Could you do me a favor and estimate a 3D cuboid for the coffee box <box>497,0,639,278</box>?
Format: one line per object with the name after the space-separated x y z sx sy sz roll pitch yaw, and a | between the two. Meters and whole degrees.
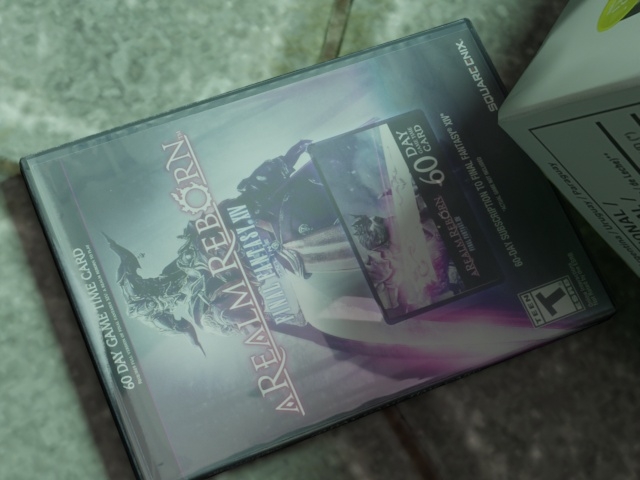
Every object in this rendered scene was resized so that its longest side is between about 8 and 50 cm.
0.354 -0.084 0.558 0.338 0.334 0.338 44 65 -20 | coffee box

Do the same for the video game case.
0.000 0.000 0.693 0.274 0.026 0.196 -19 72 -16 | video game case
